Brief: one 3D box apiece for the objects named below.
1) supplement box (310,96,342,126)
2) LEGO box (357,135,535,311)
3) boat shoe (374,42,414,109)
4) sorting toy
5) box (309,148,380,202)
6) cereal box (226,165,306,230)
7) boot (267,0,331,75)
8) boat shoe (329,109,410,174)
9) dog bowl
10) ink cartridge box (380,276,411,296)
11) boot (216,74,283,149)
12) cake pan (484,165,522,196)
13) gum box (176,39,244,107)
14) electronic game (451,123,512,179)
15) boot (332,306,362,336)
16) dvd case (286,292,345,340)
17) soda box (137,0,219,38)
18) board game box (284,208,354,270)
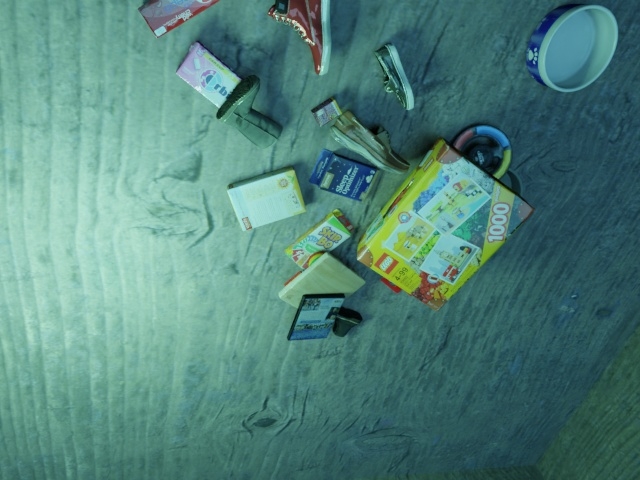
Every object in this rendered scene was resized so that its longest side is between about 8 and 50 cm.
[{"bbox_3d":[0.019,-0.417,1.442,0.083,0.043,0.055,-31,124,4],"label":"supplement box"},{"bbox_3d":[0.428,-0.053,1.604,0.373,0.193,0.500,33,113,-8],"label":"LEGO box"},{"bbox_3d":[0.235,-0.513,1.424,0.070,0.077,0.219,-28,116,3],"label":"boat shoe"},{"bbox_3d":[0.000,0.164,1.747,0.255,0.089,0.257,-41,133,13],"label":"sorting toy"},{"bbox_3d":[0.084,-0.227,1.582,0.225,0.036,0.136,15,116,-21],"label":"box"},{"bbox_3d":[-0.186,-0.145,1.554,0.240,0.047,0.172,-17,123,-3],"label":"cereal box"},{"bbox_3d":[-0.060,-0.603,1.285,0.176,0.088,0.244,-8,115,-9],"label":"boot"},{"bbox_3d":[0.186,-0.328,1.498,0.325,0.123,0.116,24,110,-28],"label":"boat shoe"},{"bbox_3d":[0.832,-0.640,1.479,0.265,0.104,0.264,-6,122,-11],"label":"dog bowl"},{"bbox_3d":[0.381,0.141,1.859,0.231,0.078,0.134,-43,121,14],"label":"ink cartridge box"},{"bbox_3d":[-0.187,-0.381,1.352,0.190,0.076,0.209,-36,140,26],"label":"boot"},{"bbox_3d":[0.650,-0.166,1.754,0.294,0.054,0.293,-7,122,-11],"label":"cake pan"},{"bbox_3d":[-0.320,-0.481,1.303,0.188,0.062,0.107,35,107,-30],"label":"gum box"},{"bbox_3d":[0.581,-0.305,1.615,0.230,0.048,0.229,0,104,1],"label":"electronic game"},{"bbox_3d":[0.068,0.353,1.916,0.198,0.076,0.137,26,116,-26],"label":"boot"},{"bbox_3d":[-0.020,0.310,1.787,0.181,0.022,0.253,2,128,-25],"label":"dvd case"},{"bbox_3d":[-0.345,-0.644,1.178,0.263,0.092,0.083,-28,123,4],"label":"soda box"},{"bbox_3d":[0.000,0.000,1.702,0.259,0.039,0.124,-40,123,8],"label":"board game box"}]
